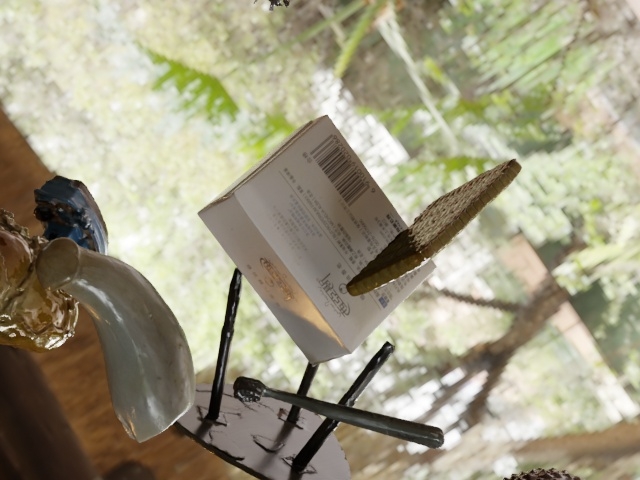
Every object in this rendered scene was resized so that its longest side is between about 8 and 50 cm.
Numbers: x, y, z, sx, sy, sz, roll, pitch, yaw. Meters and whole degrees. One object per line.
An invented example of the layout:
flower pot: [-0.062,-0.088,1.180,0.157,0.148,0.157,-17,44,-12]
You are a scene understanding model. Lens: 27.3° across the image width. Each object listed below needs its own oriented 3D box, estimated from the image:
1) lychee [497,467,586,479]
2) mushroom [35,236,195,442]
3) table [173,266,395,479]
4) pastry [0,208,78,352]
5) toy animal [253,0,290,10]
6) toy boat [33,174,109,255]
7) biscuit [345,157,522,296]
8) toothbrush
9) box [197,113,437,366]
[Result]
lychee: [0.323,0.443,1.840,0.236,0.236,0.271,51,180,-27]
mushroom: [-0.220,0.100,1.484,0.103,0.118,0.270,14,134,54]
table: [-0.025,0.195,1.935,0.317,0.249,0.317,22,-164,-7]
pastry: [-0.456,0.035,1.740,0.311,0.162,0.255,17,-173,-43]
toy animal: [-0.075,-0.422,2.306,0.084,0.050,0.028,-6,-96,-47]
toy boat: [-0.367,0.000,1.938,0.100,0.097,0.223,17,147,16]
biscuit: [0.152,-0.017,1.727,0.029,0.172,0.254,53,-130,-6]
toothbrush: [0.026,0.233,1.770,0.297,0.030,0.030,15,-155,-5]
box: [-0.002,0.000,1.818,0.274,0.203,0.116,53,146,-10]
